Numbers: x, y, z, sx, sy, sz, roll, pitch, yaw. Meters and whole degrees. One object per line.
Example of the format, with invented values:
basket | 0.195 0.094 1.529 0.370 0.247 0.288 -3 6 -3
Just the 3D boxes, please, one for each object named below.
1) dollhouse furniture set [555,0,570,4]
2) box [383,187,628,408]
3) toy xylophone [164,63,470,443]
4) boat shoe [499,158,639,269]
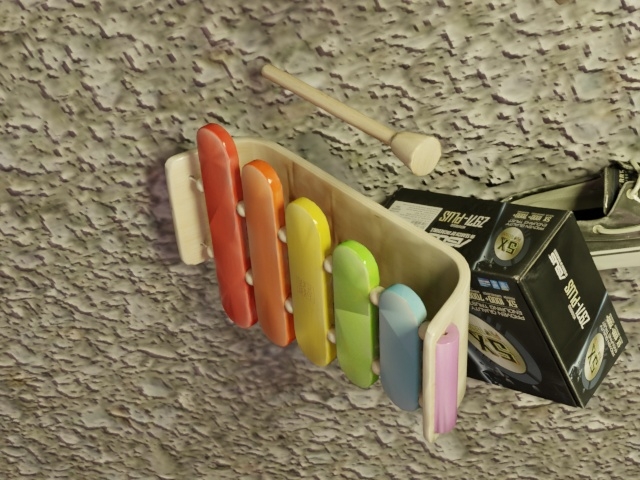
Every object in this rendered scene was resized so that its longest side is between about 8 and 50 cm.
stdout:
dollhouse furniture set | 0.245 -0.294 0.471 0.362 0.256 0.394 49 150 -18
box | 0.135 0.043 0.940 0.180 0.077 0.147 12 142 46
toy xylophone | 0.000 0.000 0.898 0.322 0.081 0.236 26 137 43
boat shoe | 0.248 -0.025 0.922 0.219 0.078 0.070 -14 127 21
